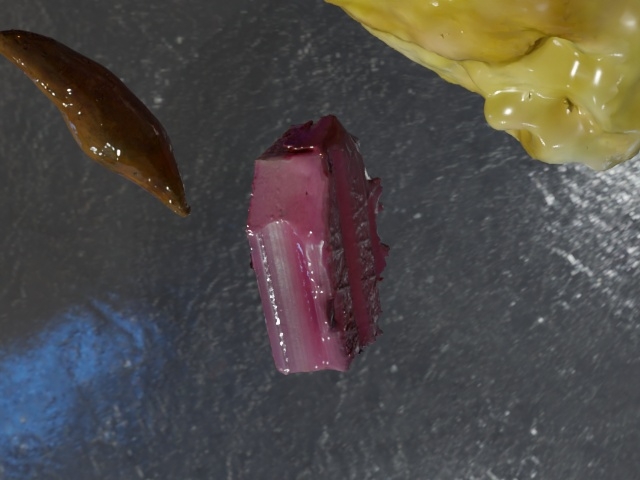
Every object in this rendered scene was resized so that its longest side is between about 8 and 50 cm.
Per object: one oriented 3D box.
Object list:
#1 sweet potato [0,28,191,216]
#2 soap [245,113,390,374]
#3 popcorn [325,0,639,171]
[{"bbox_3d":[-0.294,-0.167,1.377,0.112,0.112,0.359,-24,118,34],"label":"sweet potato"},{"bbox_3d":[0.000,0.000,1.354,0.127,0.220,0.325,2,115,23],"label":"soap"},{"bbox_3d":[0.166,-0.244,0.600,0.390,0.354,0.344,46,120,26],"label":"popcorn"}]
